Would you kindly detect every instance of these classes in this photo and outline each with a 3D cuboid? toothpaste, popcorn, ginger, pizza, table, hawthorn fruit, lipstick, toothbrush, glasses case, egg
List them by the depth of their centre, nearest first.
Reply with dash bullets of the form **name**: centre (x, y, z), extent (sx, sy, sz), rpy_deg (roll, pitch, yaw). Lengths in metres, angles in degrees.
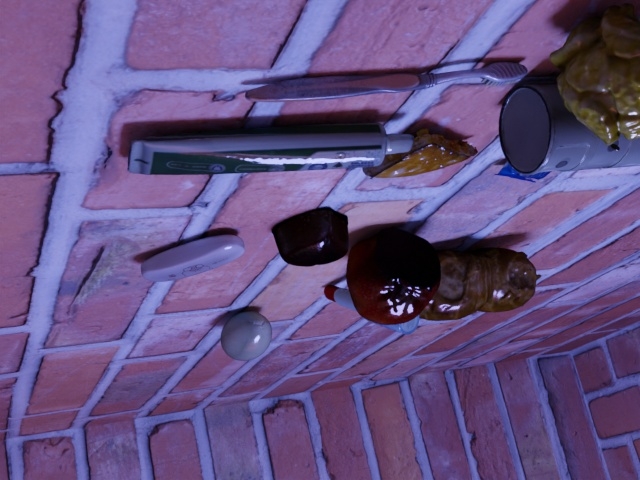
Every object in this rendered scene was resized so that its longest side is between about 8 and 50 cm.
- **popcorn**: centre (0.387, -0.203, 1.052), extent (0.195, 0.168, 0.173), rpy_deg (-9, 128, -44)
- **toothbrush**: centre (0.089, -0.197, 1.080), extent (0.376, 0.028, 0.037), rpy_deg (-7, 169, -17)
- **toothpaste**: centre (-0.059, -0.123, 1.158), extent (0.392, 0.061, 0.098), rpy_deg (-4, 161, -16)
- **table**: centre (0.380, -0.162, 1.226), extent (0.220, 0.126, 0.126), rpy_deg (-6, 161, -22)
- **pizza**: centre (0.148, -0.132, 1.294), extent (0.178, 0.041, 0.131), rpy_deg (-14, 165, 6)
- **glasses case**: centre (-0.226, 0.032, 1.521), extent (0.194, 0.049, 0.074), rpy_deg (-17, 162, 15)
- **hawthorn fruit**: centre (0.132, 0.069, 1.713), extent (0.190, 0.189, 0.251), rpy_deg (-8, -179, -14)
- **lipstick**: centre (0.102, 0.142, 1.876), extent (0.068, 0.061, 0.274), rpy_deg (38, 167, -36)
- **ginger**: centre (0.286, 0.095, 1.923), extent (0.358, 0.152, 0.274), rpy_deg (-4, 180, -24)
- **egg**: centre (-0.174, 0.224, 2.033), extent (0.114, 0.114, 0.152), rpy_deg (0, 154, -33)

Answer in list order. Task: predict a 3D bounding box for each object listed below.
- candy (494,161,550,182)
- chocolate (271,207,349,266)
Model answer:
- **candy**: centre (0.364, -0.139, 1.435), extent (0.088, 0.038, 0.136), rpy_deg (11, 146, -23)
- **chocolate**: centre (0.000, 0.000, 1.532), extent (0.149, 0.080, 0.125), rpy_deg (0, 159, -30)
